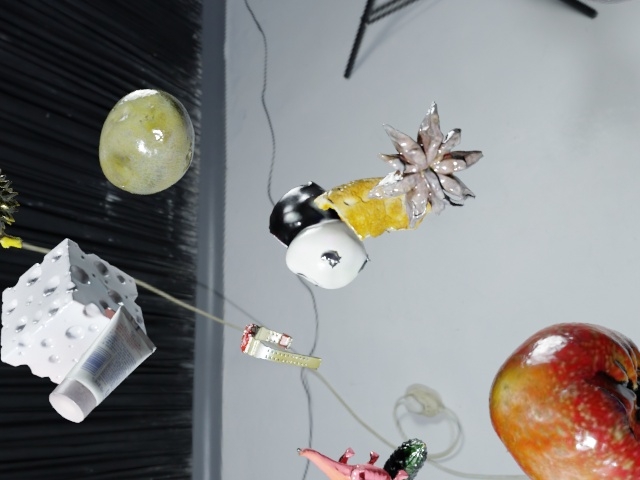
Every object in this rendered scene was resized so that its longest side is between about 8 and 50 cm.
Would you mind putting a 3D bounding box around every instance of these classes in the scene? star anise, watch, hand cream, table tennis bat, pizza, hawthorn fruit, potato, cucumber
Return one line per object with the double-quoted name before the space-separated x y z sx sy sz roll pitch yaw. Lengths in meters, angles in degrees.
"star anise" 0.159 -0.112 0.942 0.195 0.182 0.065 -29 20 4
"watch" -0.139 0.363 2.066 0.165 0.269 0.102 -126 55 -68
"hand cream" -0.455 0.258 1.275 0.083 0.248 0.133 -12 116 32
"table tennis bat" -0.471 0.187 1.417 0.083 0.007 0.050 34 139 6
"pizza" 0.165 -0.091 1.690 0.074 0.366 0.182 127 135 -68
"hawthorn fruit" 0.576 0.402 1.375 0.403 0.403 0.402 -9 74 32
"potato" -0.343 -0.189 1.191 0.235 0.160 0.177 -31 67 30
"cucumber" 0.169 0.489 1.287 0.072 0.072 0.300 52 149 31

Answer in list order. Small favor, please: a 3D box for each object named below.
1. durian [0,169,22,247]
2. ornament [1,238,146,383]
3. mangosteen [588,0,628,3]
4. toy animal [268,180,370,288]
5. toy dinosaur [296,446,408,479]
"durian" -0.356 -0.013 0.578 0.102 0.208 0.146 33 82 18
"ornament" -0.627 0.192 1.541 0.240 0.240 0.239 -39 45 8
"mangosteen" 0.393 -0.395 0.759 0.216 0.216 0.216 -9 74 32
"toy animal" 0.000 0.000 1.785 0.251 0.251 0.310 -50 54 14
"toy dinosaur" 0.043 0.460 1.117 0.070 0.286 0.138 35 100 57
